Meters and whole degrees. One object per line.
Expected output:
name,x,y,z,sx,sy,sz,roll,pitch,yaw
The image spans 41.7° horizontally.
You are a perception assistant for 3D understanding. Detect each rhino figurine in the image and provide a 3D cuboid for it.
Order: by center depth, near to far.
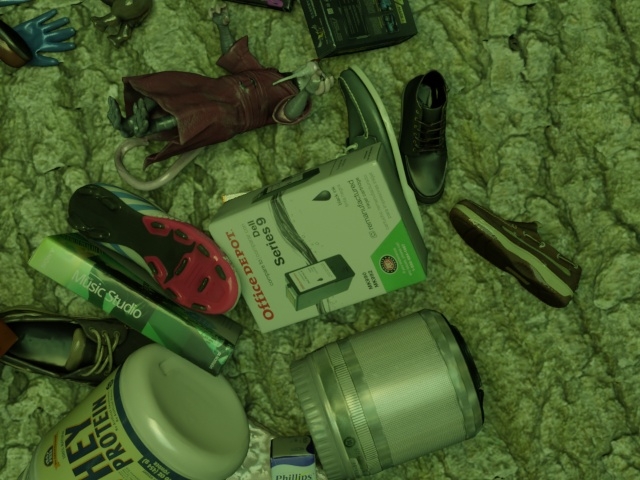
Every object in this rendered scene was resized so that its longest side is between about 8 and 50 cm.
rhino figurine,-0.375,-0.448,1.395,0.106,0.073,0.243,-37,91,2

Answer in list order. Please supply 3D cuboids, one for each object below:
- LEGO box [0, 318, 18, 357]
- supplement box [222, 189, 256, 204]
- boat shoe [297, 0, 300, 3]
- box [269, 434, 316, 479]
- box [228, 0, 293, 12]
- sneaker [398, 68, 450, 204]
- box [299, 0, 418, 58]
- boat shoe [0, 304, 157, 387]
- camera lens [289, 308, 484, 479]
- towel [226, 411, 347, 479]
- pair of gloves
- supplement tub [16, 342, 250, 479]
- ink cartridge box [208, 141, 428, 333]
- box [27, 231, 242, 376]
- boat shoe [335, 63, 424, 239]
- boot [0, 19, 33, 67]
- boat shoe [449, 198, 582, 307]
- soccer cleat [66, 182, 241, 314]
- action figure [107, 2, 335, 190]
LEGO box,-0.764,0.090,1.216,0.372,0.193,0.500,-33,104,20
supplement box,-0.114,-0.054,1.430,0.098,0.036,0.062,-7,92,-2
boat shoe,-0.019,-0.463,1.430,0.049,0.040,0.142,3,86,21
box,-0.042,0.395,1.344,0.072,0.126,0.137,-3,90,-3
box,-0.114,-0.455,1.413,0.162,0.029,0.116,14,90,12
sneaker,0.174,-0.170,1.404,0.083,0.118,0.222,-6,91,-3
box,0.046,-0.429,1.386,0.183,0.059,0.232,-19,93,-32
boat shoe,-0.378,0.186,1.371,0.355,0.130,0.132,5,90,-3
camera lens,0.110,0.247,1.353,0.274,0.219,0.219,-20,92,-3
towel,-0.115,0.489,1.428,0.332,0.053,0.317,36,88,-3
pair of gloves,-0.499,-0.387,1.414,0.159,0.023,0.198,-9,92,-3
supplement tub,-0.293,0.336,1.291,0.325,0.235,0.235,-42,93,19
ink cartridge box,0.000,0.000,1.335,0.289,0.121,0.211,-21,107,15
box,-0.277,0.091,1.325,0.322,0.232,0.058,30,91,-3
boat shoe,0.080,-0.133,1.402,0.099,0.116,0.319,-21,98,-3
boot,-0.635,-0.265,1.359,0.264,0.096,0.280,32,93,-1
boat shoe,0.337,0.004,1.438,0.257,0.095,0.095,40,75,-9
soccer cleat,-0.246,0.001,1.341,0.331,0.143,0.116,32,102,15
action figure,-0.132,-0.208,1.355,0.370,0.275,0.248,-17,52,-28
